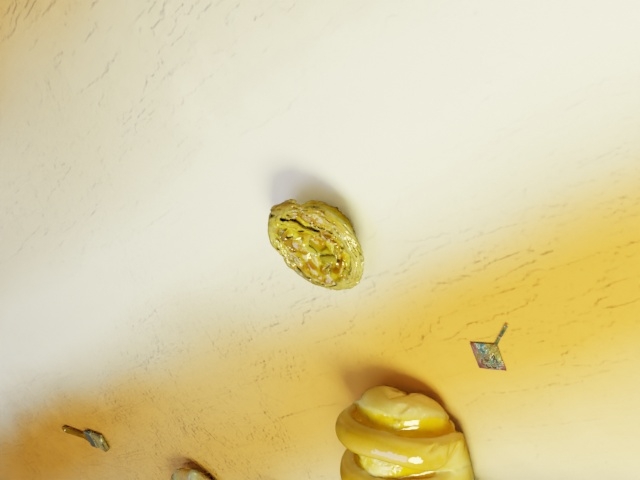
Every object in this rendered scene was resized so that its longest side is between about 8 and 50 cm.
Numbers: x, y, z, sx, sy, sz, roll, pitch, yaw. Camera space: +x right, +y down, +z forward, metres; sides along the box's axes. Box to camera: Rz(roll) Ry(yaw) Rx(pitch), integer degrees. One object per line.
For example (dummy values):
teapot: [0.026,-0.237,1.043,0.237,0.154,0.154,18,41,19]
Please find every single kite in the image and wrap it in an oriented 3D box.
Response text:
kite: [0.177,0.111,0.882,0.044,0.002,0.078,19,134,32]

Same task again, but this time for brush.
brush: [-0.502,0.414,1.767,0.170,0.014,0.043,2,121,43]

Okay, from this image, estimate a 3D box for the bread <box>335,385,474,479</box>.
bread: [0.109,0.322,1.028,0.173,0.121,0.311,5,123,42]

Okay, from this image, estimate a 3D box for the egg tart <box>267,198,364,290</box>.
egg tart: [0.000,0.000,0.924,0.129,0.049,0.128,25,140,22]

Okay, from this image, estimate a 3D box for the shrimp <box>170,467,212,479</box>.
shrimp: [-0.194,0.514,1.527,0.145,0.059,0.254,-3,114,34]
